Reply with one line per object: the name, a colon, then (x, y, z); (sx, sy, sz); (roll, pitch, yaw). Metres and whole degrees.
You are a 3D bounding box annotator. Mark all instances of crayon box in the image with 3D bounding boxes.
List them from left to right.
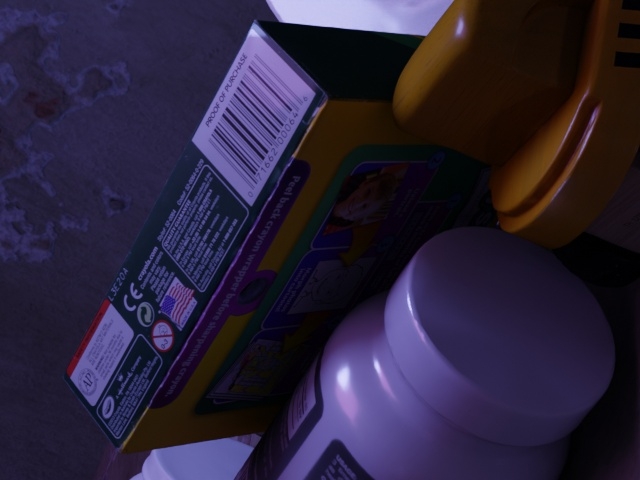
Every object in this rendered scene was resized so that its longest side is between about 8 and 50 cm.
crayon box: (0.000, 0.000, 1.371); (0.106, 0.313, 0.363); (48, 121, 29)

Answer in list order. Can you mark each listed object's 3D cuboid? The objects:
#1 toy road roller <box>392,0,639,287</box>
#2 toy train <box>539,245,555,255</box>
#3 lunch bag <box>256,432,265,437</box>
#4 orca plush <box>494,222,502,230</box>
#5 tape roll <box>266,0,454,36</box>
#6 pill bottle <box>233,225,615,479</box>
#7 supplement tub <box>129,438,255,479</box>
toy road roller: (0.196, -0.149, 1.203); (0.202, 0.241, 0.329); (131, 156, -57)
toy train: (0.198, 0.018, 1.471); (0.083, 0.017, 0.023); (-66, 22, 18)
lunch bag: (-0.059, 0.065, 2.092); (0.256, 0.213, 0.305); (-49, 19, 13)
orca plush: (0.109, 0.051, 1.578); (0.287, 0.102, 0.151); (-87, 15, -57)
tape roll: (0.105, -0.355, 1.731); (0.072, 0.392, 0.392); (15, -83, -62)
pill bottle: (0.071, 0.168, 1.322); (0.210, 0.210, 0.363); (-81, 17, -44)
supplement tub: (-0.155, 0.406, 1.885); (0.235, 0.235, 0.324); (-106, 38, -71)
